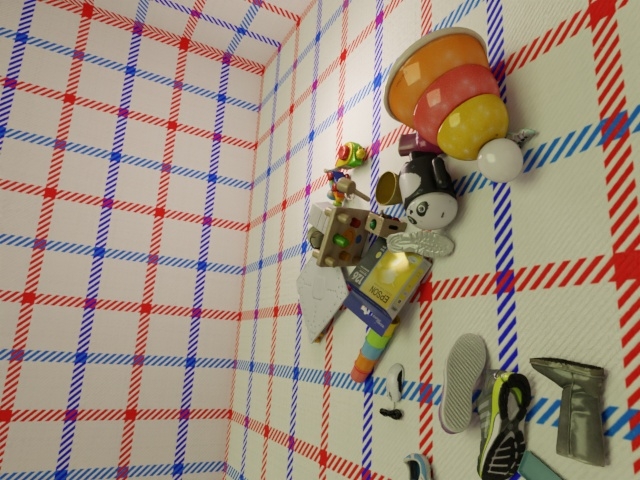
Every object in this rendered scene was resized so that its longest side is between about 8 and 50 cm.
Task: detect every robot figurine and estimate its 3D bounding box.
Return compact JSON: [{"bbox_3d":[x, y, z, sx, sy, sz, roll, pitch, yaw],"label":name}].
[{"bbox_3d":[0.352,-0.167,1.537,0.174,0.209,0.277,-18,59,21],"label":"robot figurine"}]

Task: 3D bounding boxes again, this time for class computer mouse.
[{"bbox_3d":[0.253,0.531,1.634,0.106,0.042,0.192,-11,72,63],"label":"computer mouse"}]

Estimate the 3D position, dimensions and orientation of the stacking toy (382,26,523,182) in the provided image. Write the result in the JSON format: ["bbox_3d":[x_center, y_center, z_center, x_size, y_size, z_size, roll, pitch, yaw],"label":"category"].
[{"bbox_3d":[0.424,-0.348,1.359,0.350,0.351,0.479,-53,49,42],"label":"stacking toy"}]

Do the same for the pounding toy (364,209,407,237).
[{"bbox_3d":[0.244,-0.068,1.755,0.130,0.141,0.100,34,111,61],"label":"pounding toy"}]

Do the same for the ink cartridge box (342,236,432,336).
[{"bbox_3d":[0.218,0.153,1.695,0.307,0.072,0.304,-53,29,-3],"label":"ink cartridge box"}]

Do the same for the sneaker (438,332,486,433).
[{"bbox_3d":[0.394,0.413,1.337,0.161,0.102,0.281,76,-145,-62],"label":"sneaker"}]

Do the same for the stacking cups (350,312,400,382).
[{"bbox_3d":[0.196,0.409,1.738,0.316,0.096,0.096,-69,28,23],"label":"stacking cups"}]

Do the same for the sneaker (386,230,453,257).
[{"bbox_3d":[0.346,0.004,1.574,0.235,0.095,0.089,8,101,38],"label":"sneaker"}]

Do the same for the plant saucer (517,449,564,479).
[{"bbox_3d":[0.544,0.575,1.071,0.192,0.018,0.067,34,111,61],"label":"plant saucer"}]

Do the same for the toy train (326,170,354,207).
[{"bbox_3d":[0.093,-0.202,2.157,0.247,0.105,0.143,-108,28,-44],"label":"toy train"}]

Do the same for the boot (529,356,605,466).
[{"bbox_3d":[0.561,0.383,1.062,0.190,0.076,0.208,178,94,-65],"label":"boot"}]

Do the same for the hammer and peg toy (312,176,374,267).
[{"bbox_3d":[0.126,-0.060,1.886,0.127,0.266,0.360,27,106,40],"label":"hammer and peg toy"}]

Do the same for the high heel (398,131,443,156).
[{"bbox_3d":[0.403,-0.471,1.675,0.182,0.127,0.376,4,79,35],"label":"high heel"}]

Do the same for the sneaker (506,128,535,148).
[{"bbox_3d":[0.567,-0.276,1.313,0.098,0.038,0.069,-179,96,-73],"label":"sneaker"}]

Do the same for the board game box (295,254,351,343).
[{"bbox_3d":[0.011,0.229,2.211,0.389,0.051,0.389,-58,33,36],"label":"board game box"}]

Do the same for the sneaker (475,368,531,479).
[{"bbox_3d":[0.461,0.476,1.203,0.121,0.111,0.299,-163,86,-80],"label":"sneaker"}]

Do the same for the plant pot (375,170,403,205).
[{"bbox_3d":[0.286,-0.190,1.767,0.134,0.095,0.134,-34,51,56],"label":"plant pot"}]

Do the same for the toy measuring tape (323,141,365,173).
[{"bbox_3d":[0.113,-0.390,2.163,0.330,0.122,0.121,-4,77,62],"label":"toy measuring tape"}]

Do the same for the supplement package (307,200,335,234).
[{"bbox_3d":[0.043,-0.094,2.129,0.179,0.105,0.105,38,121,35],"label":"supplement package"}]

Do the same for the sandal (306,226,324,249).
[{"bbox_3d":[0.001,-0.001,2.161,0.303,0.087,0.120,41,117,60],"label":"sandal"}]

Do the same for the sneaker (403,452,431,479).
[{"bbox_3d":[0.310,0.767,1.391,0.085,0.086,0.237,-55,37,38],"label":"sneaker"}]
